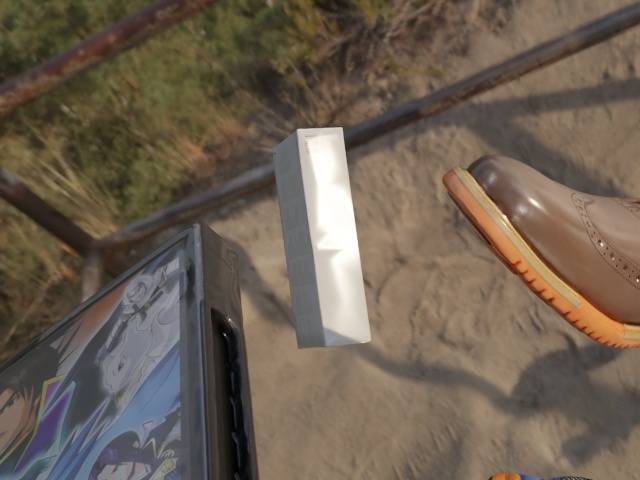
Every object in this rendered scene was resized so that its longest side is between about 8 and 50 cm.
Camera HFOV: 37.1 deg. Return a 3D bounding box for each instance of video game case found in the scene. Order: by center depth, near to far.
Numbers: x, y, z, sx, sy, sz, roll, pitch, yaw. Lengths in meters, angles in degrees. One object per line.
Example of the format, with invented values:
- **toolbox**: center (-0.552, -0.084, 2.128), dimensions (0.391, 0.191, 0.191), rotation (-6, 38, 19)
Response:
- **video game case**: center (-0.139, 0.138, 0.368), dimensions (0.275, 0.035, 0.248), rotation (-36, 29, 13)

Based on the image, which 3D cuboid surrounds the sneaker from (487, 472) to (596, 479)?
- **sneaker**: center (0.176, 0.199, 0.530), dimensions (0.087, 0.221, 0.083), rotation (-17, 45, 35)

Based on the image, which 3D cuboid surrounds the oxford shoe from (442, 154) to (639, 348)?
- **oxford shoe**: center (0.236, 0.002, 0.672), dimensions (0.133, 0.363, 0.130), rotation (-53, 38, 20)

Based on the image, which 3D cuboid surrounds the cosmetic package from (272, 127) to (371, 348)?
- **cosmetic package**: center (0.000, 0.000, 1.077), dimensions (0.099, 0.060, 0.239), rotation (162, 101, -67)
